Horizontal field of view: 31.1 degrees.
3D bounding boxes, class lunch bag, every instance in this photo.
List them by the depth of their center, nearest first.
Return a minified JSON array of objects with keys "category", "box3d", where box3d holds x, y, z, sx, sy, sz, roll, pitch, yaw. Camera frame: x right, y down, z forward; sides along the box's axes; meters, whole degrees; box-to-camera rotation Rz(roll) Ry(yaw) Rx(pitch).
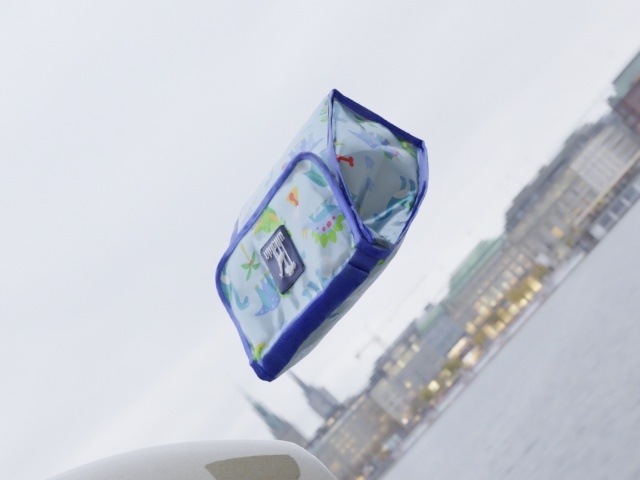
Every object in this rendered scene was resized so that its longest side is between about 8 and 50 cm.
[{"category":"lunch bag","box3d":[0.000,0.000,0.724,0.129,0.096,0.151,-51,22,33]}]

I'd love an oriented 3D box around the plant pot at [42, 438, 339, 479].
[{"category":"plant pot","box3d":[-0.053,0.228,0.673,0.191,0.284,0.284,-35,-14,-19]}]
